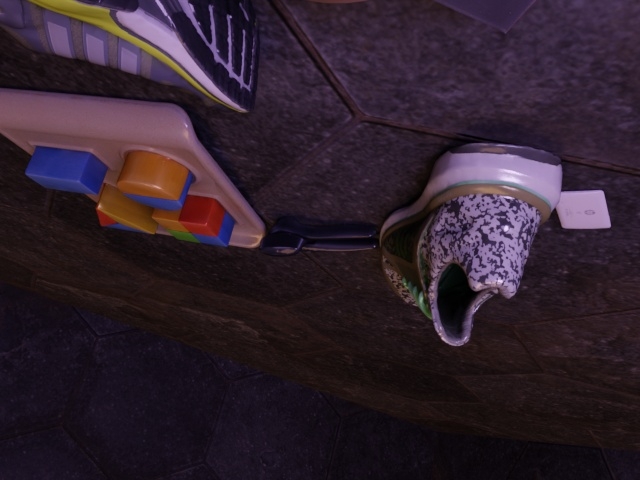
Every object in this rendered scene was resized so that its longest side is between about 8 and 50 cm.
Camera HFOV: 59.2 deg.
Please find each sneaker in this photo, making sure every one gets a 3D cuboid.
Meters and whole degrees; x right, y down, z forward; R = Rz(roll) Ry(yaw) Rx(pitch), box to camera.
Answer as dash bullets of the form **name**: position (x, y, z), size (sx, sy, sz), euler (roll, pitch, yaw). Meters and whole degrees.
- **sneaker**: position (0.150, 0.043, 0.705), size (0.158, 0.182, 0.410), euler (15, 158, 2)
- **sneaker**: position (-0.151, -0.175, 0.423), size (0.121, 0.111, 0.300), euler (0, 170, 29)

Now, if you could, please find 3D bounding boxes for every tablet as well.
- **tablet**: position (0.303, -0.034, 0.652), size (0.054, 0.006, 0.083), euler (0, 154, 33)

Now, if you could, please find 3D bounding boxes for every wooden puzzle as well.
- **wooden puzzle**: position (-0.279, -0.076, 0.842), size (0.322, 0.080, 0.348), euler (9, 157, 16)

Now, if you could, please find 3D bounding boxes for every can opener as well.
- **can opener**: position (0.000, 0.000, 0.872), size (0.186, 0.073, 0.059), euler (0, 146, 14)

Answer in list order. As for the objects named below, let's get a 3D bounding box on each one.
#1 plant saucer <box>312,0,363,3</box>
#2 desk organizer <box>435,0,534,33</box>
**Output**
- **plant saucer**: position (-0.033, -0.232, 0.272), size (0.278, 0.041, 0.278), euler (26, 156, 12)
- **desk organizer**: position (0.080, -0.192, 0.365), size (0.130, 0.050, 0.047), euler (20, 158, -10)
